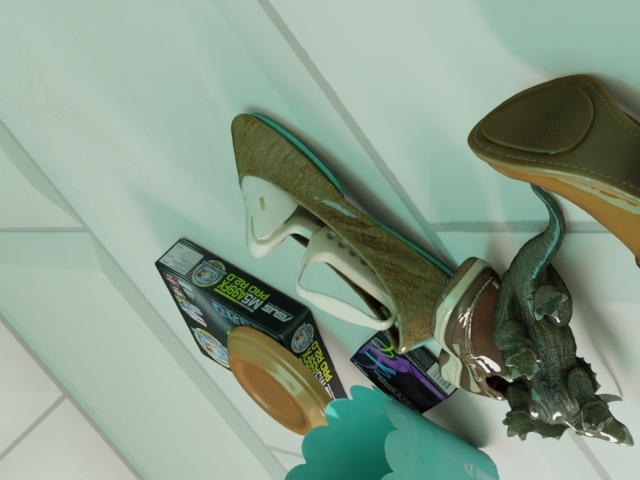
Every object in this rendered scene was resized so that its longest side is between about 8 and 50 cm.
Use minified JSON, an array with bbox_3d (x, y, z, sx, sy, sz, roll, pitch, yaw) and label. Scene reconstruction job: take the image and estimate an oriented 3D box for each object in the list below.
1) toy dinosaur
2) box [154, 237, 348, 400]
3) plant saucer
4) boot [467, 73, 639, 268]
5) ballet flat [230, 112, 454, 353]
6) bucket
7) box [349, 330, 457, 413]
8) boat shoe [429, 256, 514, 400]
[{"bbox_3d":[0.207,0.092,1.420,0.160,0.121,0.314,-95,-17,-72],"label":"toy dinosaur"},{"bbox_3d":[-0.098,0.131,2.119,0.270,0.060,0.216,28,152,37],"label":"box"},{"bbox_3d":[-0.058,0.201,2.045,0.200,0.037,0.200,36,156,18],"label":"plant saucer"},{"bbox_3d":[0.261,-0.019,1.187,0.283,0.109,0.220,7,141,47],"label":"boot"},{"bbox_3d":[0.000,0.000,1.627,0.342,0.124,0.116,42,158,10],"label":"ballet flat"},{"bbox_3d":[0.081,0.337,1.854,0.183,0.281,0.281,28,164,-19],"label":"bucket"},{"bbox_3d":[0.103,0.163,1.860,0.116,0.029,0.162,44,160,3],"label":"box"},{"bbox_3d":[0.178,0.099,1.542,0.095,0.095,0.257,32,166,19],"label":"boat shoe"}]
